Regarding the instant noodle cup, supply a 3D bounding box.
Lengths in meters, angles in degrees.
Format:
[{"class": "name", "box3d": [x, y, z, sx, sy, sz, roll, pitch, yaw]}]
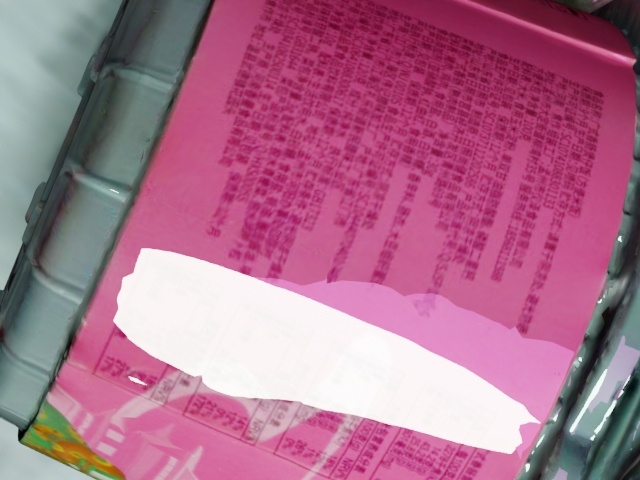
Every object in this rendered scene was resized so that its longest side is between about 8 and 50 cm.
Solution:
[{"class": "instant noodle cup", "box3d": [0.000, 0.000, 0.476, 0.182, 0.258, 0.302, 23, 143, -11]}]

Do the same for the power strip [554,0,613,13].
[{"class": "power strip", "box3d": [0.094, -0.125, 0.554, 0.056, 0.032, 0.123, -34, 123, 0]}]
